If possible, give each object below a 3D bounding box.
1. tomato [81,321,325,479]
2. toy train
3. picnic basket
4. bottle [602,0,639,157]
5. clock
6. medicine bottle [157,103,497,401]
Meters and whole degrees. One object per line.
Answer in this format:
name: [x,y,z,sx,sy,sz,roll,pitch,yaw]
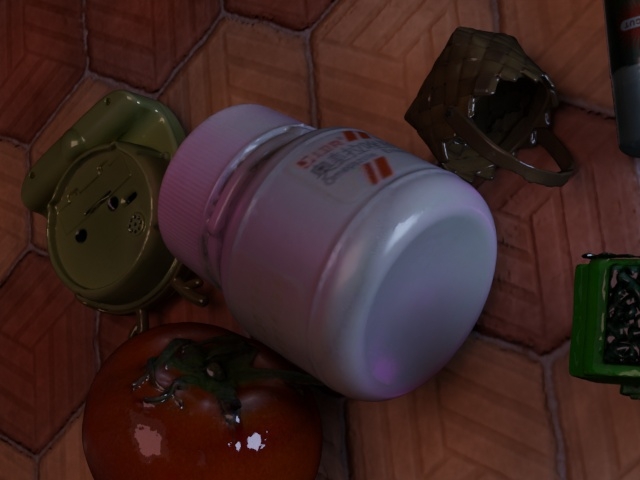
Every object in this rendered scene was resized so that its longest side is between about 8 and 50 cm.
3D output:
tomato: [-0.125,0.208,1.263,0.256,0.256,0.224,35,129,36]
toy train: [0.328,0.078,0.999,0.243,0.188,0.132,-1,78,36]
picnic basket: [0.179,-0.112,1.187,0.178,0.128,0.138,53,130,33]
bottle: [0.313,-0.223,1.139,0.082,0.082,0.286,-11,74,34]
clock: [-0.245,-0.016,1.496,0.235,0.096,0.308,-39,61,23]
medicine bottle: [0.000,0.000,1.221,0.302,0.241,0.241,30,98,37]
